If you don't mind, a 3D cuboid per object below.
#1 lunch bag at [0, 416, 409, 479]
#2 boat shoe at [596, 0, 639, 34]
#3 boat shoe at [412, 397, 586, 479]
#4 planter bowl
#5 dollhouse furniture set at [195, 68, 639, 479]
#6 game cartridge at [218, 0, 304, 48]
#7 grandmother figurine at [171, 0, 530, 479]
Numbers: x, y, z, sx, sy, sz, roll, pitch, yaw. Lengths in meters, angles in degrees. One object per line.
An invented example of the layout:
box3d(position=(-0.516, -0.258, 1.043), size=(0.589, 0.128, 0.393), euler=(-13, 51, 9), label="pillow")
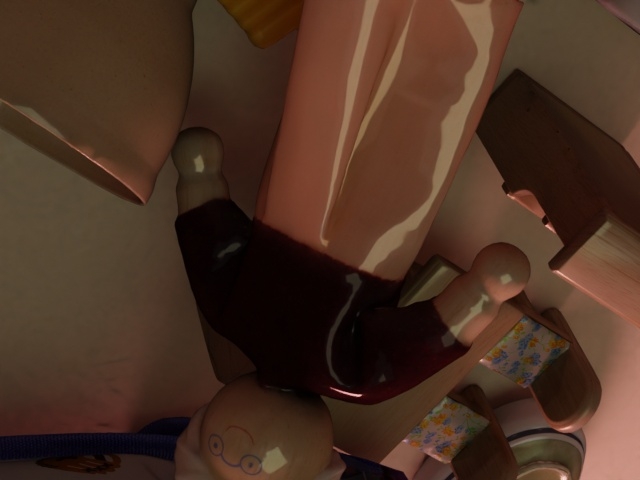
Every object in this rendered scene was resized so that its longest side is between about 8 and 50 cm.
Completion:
box3d(position=(-0.135, 0.290, 0.977), size=(0.386, 0.239, 0.327), euler=(-3, 114, -10), label="lunch bag")
box3d(position=(0.284, -0.120, 0.900), size=(0.306, 0.113, 0.105), euler=(17, 112, -28), label="boat shoe")
box3d(position=(0.091, 0.240, 1.110), size=(0.109, 0.094, 0.302), euler=(20, 117, -26), label="boat shoe")
box3d(position=(-0.126, -0.105, 0.787), size=(0.162, 0.162, 0.109), euler=(36, 82, -32), label="planter bowl")
box3d(position=(0.089, 0.050, 0.934), size=(0.212, 0.161, 0.242), euler=(31, 112, -31), label="dollhouse furniture set")
box3d(position=(-0.001, -0.272, 0.753), size=(0.285, 0.052, 0.323), euler=(-35, 125, 11), label="game cartridge")
box3d(position=(0.000, 0.000, 0.811), size=(0.104, 0.208, 0.342), euler=(-2, 113, -48), label="grandmother figurine")
